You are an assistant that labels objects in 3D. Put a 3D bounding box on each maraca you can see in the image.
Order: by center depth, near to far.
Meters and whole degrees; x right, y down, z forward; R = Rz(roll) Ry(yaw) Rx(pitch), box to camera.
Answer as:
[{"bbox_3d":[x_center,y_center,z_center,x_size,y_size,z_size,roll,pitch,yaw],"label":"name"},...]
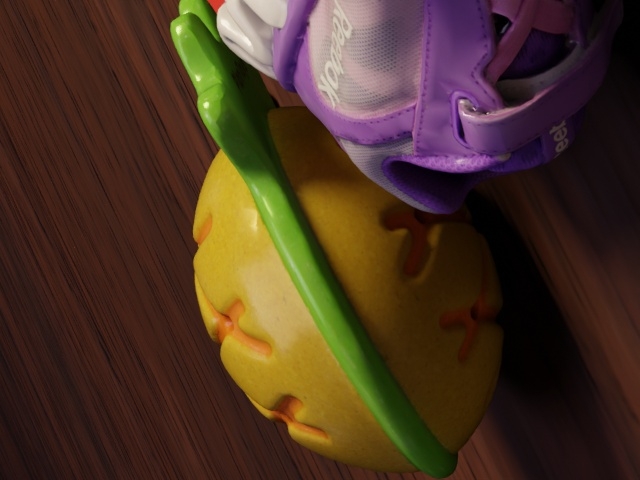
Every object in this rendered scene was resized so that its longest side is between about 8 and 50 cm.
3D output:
[{"bbox_3d":[0.000,0.000,0.598,0.185,0.099,0.127,60,-175,-15],"label":"maraca"}]

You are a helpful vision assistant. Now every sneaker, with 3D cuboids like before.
[{"bbox_3d":[0.039,-0.073,0.453,0.104,0.095,0.236,58,166,12],"label":"sneaker"}]

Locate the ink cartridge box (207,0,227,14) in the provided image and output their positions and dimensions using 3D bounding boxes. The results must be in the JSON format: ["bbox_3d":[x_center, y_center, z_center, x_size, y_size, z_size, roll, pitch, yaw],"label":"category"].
[{"bbox_3d":[-0.053,-0.129,0.691,0.181,0.056,0.224,41,147,53],"label":"ink cartridge box"}]
